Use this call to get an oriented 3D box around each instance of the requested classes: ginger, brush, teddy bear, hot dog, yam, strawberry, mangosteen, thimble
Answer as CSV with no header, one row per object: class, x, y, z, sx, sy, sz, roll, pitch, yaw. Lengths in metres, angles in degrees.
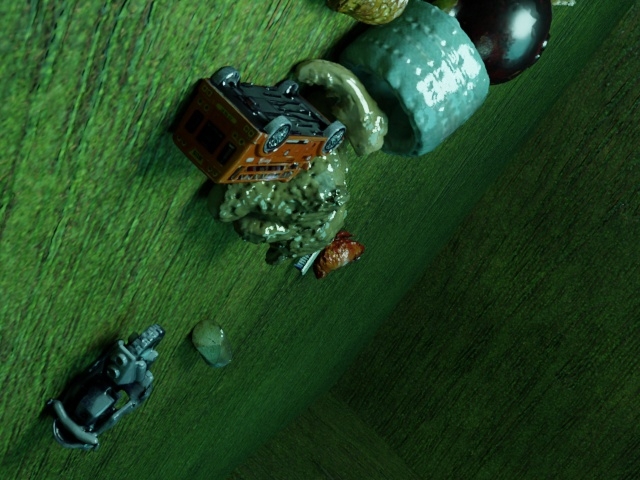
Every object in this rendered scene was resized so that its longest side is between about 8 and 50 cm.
ginger,0.037,-0.189,1.187,0.069,0.173,0.051,-28,-153,21
brush,0.001,0.000,1.893,0.178,0.030,0.033,-54,162,-18
teddy bear,-0.032,-0.069,1.308,0.267,0.156,0.256,-46,169,-14
hot dog,0.055,-0.315,1.055,0.147,0.065,0.099,-3,135,-56
yam,-0.214,0.209,1.720,0.068,0.068,0.169,-44,167,-13
strawberry,0.037,0.028,2.000,0.121,0.082,0.188,-30,-179,15
mangosteen,0.258,-0.341,1.339,0.210,0.210,0.210,-44,167,-13
thimble,0.130,-0.225,1.257,0.143,0.198,0.235,-43,160,-13

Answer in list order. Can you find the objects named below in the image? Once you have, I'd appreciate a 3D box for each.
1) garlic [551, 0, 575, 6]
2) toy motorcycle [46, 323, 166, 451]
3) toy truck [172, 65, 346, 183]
garlic,0.397,-0.510,1.512,0.131,0.127,0.194,-60,154,-49
toy motorcycle,-0.335,0.236,1.343,0.159,0.106,0.270,-41,170,-51
toy truck,-0.071,-0.136,1.084,0.114,0.107,0.252,-51,165,19
